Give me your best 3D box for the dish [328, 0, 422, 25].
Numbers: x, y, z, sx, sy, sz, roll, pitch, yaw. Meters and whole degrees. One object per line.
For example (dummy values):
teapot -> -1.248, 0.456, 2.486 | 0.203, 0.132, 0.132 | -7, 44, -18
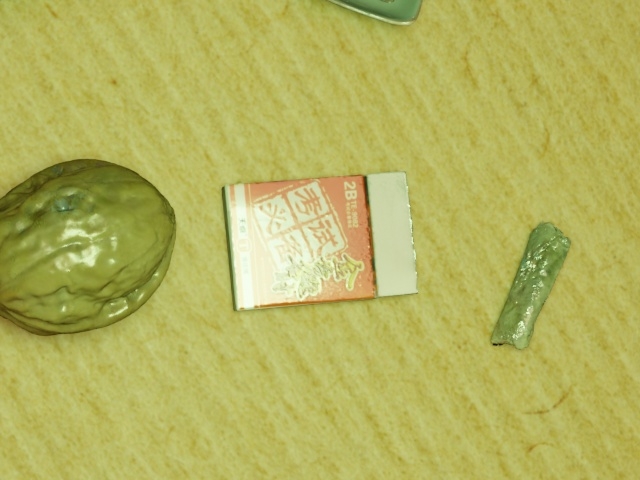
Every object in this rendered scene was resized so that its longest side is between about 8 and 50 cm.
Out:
dish -> 0.073, -0.380, 1.666 | 0.151, 0.077, 0.212 | 19, 82, -9

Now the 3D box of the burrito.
burrito -> 0.267, 0.059, 1.673 | 0.051, 0.042, 0.171 | 20, 75, 23

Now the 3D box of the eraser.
eraser -> 0.000, 0.000, 1.639 | 0.230, 0.038, 0.157 | -5, 86, -9

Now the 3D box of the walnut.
walnut -> -0.279, 0.008, 1.517 | 0.245, 0.198, 0.198 | -24, 89, -20
